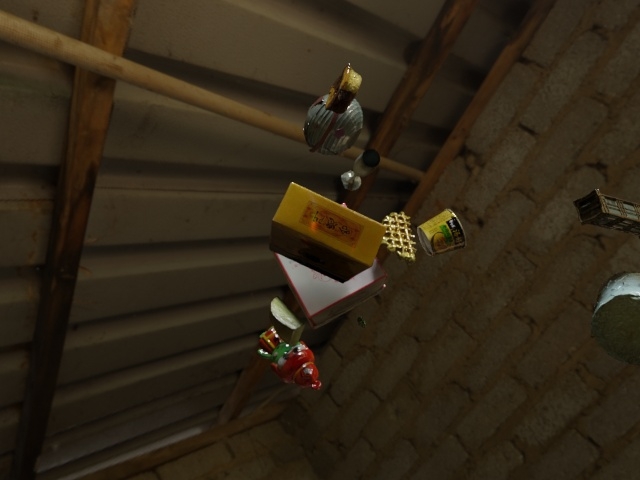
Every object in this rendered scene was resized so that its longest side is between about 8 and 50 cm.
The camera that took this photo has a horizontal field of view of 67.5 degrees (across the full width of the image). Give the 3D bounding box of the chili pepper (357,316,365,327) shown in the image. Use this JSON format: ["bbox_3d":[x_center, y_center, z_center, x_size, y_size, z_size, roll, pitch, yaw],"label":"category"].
[{"bbox_3d":[0.158,0.318,1.846,0.030,0.034,0.091,-3,-21,10],"label":"chili pepper"}]

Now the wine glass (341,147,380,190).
[{"bbox_3d":[0.113,-0.195,1.335,0.066,0.066,0.198,-34,-1,-17],"label":"wine glass"}]

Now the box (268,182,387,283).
[{"bbox_3d":[0.000,0.000,1.300,0.415,0.264,0.115,128,165,-77],"label":"box"}]

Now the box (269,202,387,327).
[{"bbox_3d":[0.030,0.098,1.703,0.314,0.312,0.300,-28,-16,-4],"label":"box"}]

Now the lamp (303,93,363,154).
[{"bbox_3d":[0.045,-0.469,1.934,0.233,0.233,0.265,7,-63,-53],"label":"lamp"}]

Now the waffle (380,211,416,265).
[{"bbox_3d":[0.262,-0.015,1.538,0.192,0.161,0.046,-46,-16,-42],"label":"waffle"}]

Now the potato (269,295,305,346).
[{"bbox_3d":[-0.134,0.281,1.580,0.081,0.149,0.120,-21,-39,-44],"label":"potato"}]

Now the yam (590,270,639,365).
[{"bbox_3d":[0.973,0.225,1.486,0.348,0.241,0.241,-21,-35,-58],"label":"yam"}]

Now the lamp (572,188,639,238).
[{"bbox_3d":[0.959,-0.081,1.534,0.325,0.090,0.089,8,-27,-27],"label":"lamp"}]

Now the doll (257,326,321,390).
[{"bbox_3d":[-0.122,0.518,2.056,0.183,0.363,0.160,-31,-44,-26],"label":"doll"}]

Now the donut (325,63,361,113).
[{"bbox_3d":[0.065,-0.418,1.339,0.059,0.140,0.140,25,-66,-15],"label":"donut"}]

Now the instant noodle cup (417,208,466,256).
[{"bbox_3d":[0.410,-0.017,1.633,0.122,0.151,0.151,-25,-33,-4],"label":"instant noodle cup"}]
